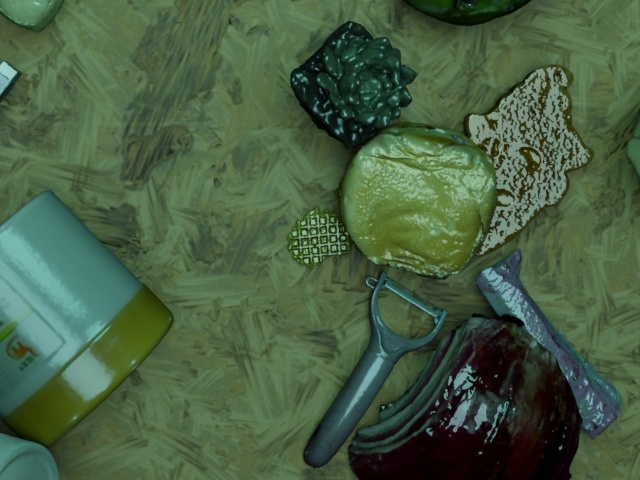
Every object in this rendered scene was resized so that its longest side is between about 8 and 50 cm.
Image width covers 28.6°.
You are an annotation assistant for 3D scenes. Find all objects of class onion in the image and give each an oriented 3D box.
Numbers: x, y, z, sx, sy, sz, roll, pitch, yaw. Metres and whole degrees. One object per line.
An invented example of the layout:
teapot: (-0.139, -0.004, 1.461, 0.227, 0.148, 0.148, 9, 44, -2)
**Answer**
onion: (0.220, 0.273, 1.655, 0.280, 0.146, 0.314, 36, 98, -7)

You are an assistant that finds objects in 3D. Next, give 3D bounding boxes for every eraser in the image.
eraser: (-0.427, -0.173, 1.594, 0.029, 0.052, 0.122, 38, 90, -9)

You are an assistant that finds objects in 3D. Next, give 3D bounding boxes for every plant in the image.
plant: (0.037, -0.195, 1.582, 0.132, 0.194, 0.129, 43, 84, -10)

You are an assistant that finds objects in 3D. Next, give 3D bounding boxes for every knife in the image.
knife: (0.051, 0.184, 1.688, 0.123, 0.053, 0.278, 31, 89, -3)

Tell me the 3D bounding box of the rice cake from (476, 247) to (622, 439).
rice cake: (0.316, 0.142, 1.717, 0.081, 0.051, 0.290, -36, 98, -2)

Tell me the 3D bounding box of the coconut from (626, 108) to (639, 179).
coconut: (0.501, -0.123, 1.649, 0.224, 0.224, 0.224, -1, 95, -7)

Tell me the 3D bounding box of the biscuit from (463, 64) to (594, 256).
biscuit: (0.267, -0.106, 1.697, 0.183, 0.043, 0.280, 22, 96, -5)

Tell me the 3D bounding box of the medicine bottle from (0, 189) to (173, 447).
medicine bottle: (-0.340, 0.096, 1.535, 0.238, 0.238, 0.232, -44, 97, -2)

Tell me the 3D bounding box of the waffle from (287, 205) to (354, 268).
waffle: (-0.002, -0.001, 1.682, 0.085, 0.016, 0.078, -36, 94, -4)

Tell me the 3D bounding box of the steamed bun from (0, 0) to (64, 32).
steamed bun: (-0.362, -0.399, 1.556, 0.212, 0.110, 0.231, -37, 102, 14)

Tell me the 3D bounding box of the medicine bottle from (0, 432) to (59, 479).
medicine bottle: (-0.515, 0.296, 1.477, 0.371, 0.211, 0.211, 9, 94, 18)

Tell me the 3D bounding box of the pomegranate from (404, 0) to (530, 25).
pomegranate: (0.193, -0.412, 1.583, 0.222, 0.204, 0.276, 4, 91, 8)

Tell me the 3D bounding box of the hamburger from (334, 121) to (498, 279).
hamburger: (0.124, -0.055, 1.632, 0.214, 0.108, 0.213, 1, 104, 6)
